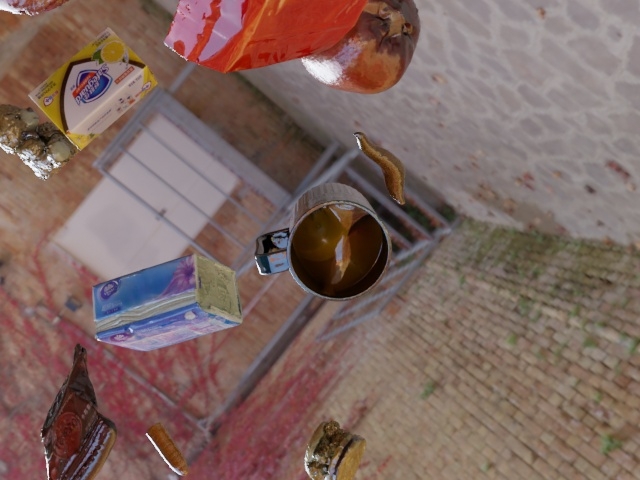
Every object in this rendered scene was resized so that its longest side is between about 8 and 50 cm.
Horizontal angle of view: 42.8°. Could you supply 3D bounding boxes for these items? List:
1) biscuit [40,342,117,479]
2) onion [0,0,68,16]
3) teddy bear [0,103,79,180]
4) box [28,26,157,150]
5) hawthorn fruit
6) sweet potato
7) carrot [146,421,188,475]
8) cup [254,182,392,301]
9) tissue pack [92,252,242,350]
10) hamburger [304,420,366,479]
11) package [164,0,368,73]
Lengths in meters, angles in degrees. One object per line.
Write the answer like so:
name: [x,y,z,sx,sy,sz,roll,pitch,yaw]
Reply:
biscuit: [-0.366,0.269,1.207,0.063,0.151,0.235,26,-170,-28]
onion: [-0.576,-0.555,1.613,0.230,0.230,0.163,38,160,35]
teddy bear: [-0.826,-0.295,2.328,0.256,0.156,0.267,42,-170,-15]
box: [-0.555,-0.373,2.010,0.168,0.265,0.097,47,174,18]
hawthorn fruit: [0.083,-0.487,1.951,0.295,0.311,0.295,45,-147,-41]
sweet potato: [0.161,-0.189,2.000,0.249,0.069,0.059,51,-166,-39]
carrot: [-0.349,0.488,1.889,0.139,0.048,0.048,50,-178,21]
cup: [0.015,0.011,2.020,0.242,0.308,0.292,45,-171,-12]
tissue pack: [-0.335,0.140,1.804,0.198,0.263,0.146,33,-137,-62]
hamburger: [0.023,0.532,2.036,0.131,0.159,0.185,23,177,24]
package: [-0.071,-0.427,1.498,0.423,0.196,0.123,-23,-113,-43]
